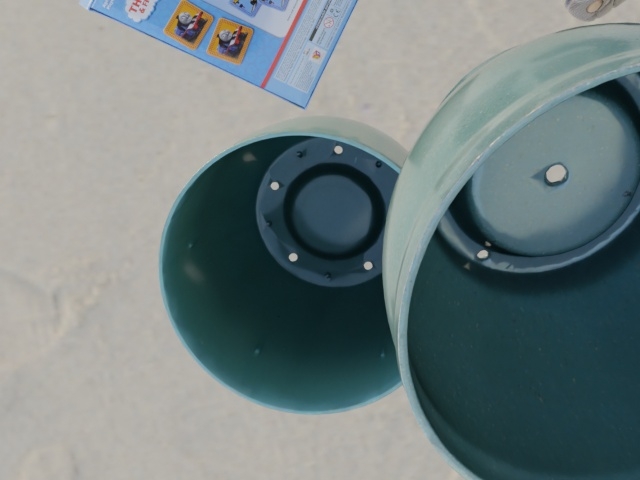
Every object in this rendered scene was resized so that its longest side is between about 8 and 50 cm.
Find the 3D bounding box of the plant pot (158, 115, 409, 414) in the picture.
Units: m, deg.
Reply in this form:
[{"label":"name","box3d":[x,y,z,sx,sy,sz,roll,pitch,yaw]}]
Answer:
[{"label":"plant pot","box3d":[0.000,0.000,1.691,0.293,0.235,0.293,2,108,8]}]

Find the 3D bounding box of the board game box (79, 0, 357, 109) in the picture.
[{"label":"board game box","box3d":[-0.070,-0.223,1.345,0.160,0.211,0.039,-64,28,6]}]

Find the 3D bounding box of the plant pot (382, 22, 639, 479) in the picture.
[{"label":"plant pot","box3d":[0.165,-0.008,0.979,0.196,0.293,0.293,-114,40,-60]}]

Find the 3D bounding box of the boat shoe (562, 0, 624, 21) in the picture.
[{"label":"boat shoe","box3d":[0.324,-0.338,1.524,0.116,0.324,0.123,48,157,12]}]
